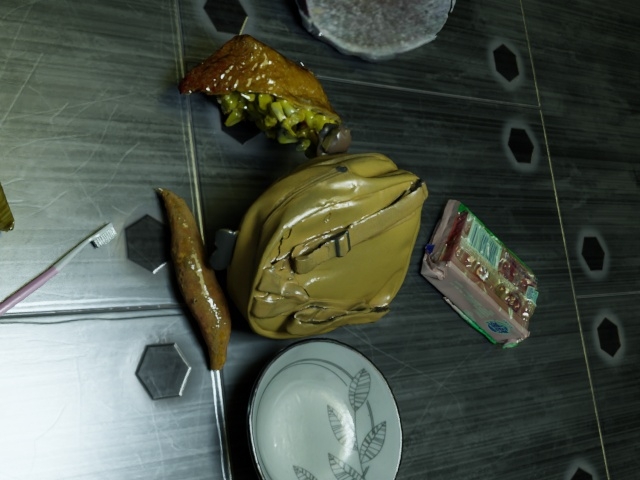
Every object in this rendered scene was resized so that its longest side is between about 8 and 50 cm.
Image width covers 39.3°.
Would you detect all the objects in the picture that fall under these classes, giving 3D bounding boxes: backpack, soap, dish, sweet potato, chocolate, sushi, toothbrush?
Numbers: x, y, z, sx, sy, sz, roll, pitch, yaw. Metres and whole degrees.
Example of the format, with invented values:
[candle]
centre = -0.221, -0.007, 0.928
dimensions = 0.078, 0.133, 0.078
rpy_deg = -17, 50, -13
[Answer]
[backpack]
centre = 0.005, 0.001, 1.495
dimensions = 0.378, 0.201, 0.353
rpy_deg = -10, 124, -44
[soap]
centre = 0.338, 0.071, 1.858
dimensions = 0.273, 0.098, 0.218
rpy_deg = 41, 56, -23
[dish]
centre = -0.012, 0.325, 1.507
dimensions = 0.316, 0.106, 0.316
rpy_deg = 11, 70, -34
[sweet potato]
centre = -0.203, 0.058, 1.451
dimensions = 0.072, 0.066, 0.314
rpy_deg = -20, 89, -78
[chocolate]
centre = 0.106, -0.525, 1.731
dimensions = 0.303, 0.303, 0.213
rpy_deg = 28, 46, -30
[sushi]
centre = -0.087, -0.241, 1.563
dimensions = 0.296, 0.167, 0.179
rpy_deg = 27, 69, -53
[toothbrush]
centre = -0.406, 0.057, 1.318
dimensions = 0.286, 0.020, 0.025
rpy_deg = -42, 111, -38

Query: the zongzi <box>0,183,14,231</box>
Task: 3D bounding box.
[zongzi]
centre = -0.504, -0.184, 1.249
dimensions = 0.288, 0.134, 0.286
rpy_deg = 40, 51, -40
